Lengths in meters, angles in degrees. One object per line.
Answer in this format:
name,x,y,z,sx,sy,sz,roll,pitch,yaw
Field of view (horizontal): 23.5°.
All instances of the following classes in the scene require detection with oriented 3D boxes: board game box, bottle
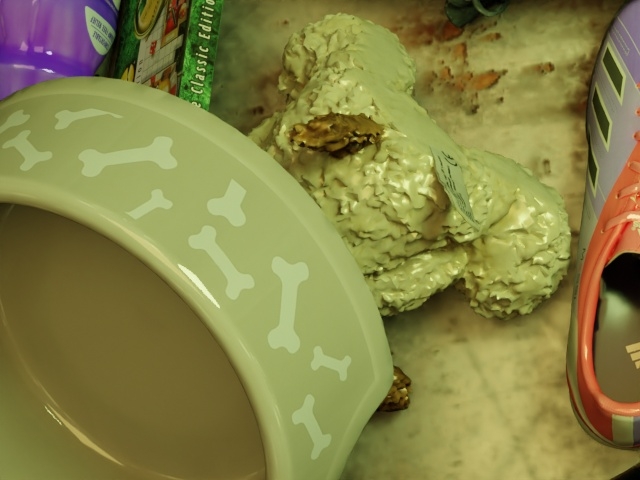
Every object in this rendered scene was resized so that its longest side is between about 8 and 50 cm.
board game box,-0.116,-0.085,1.078,0.030,0.136,0.260,14,72,-25
bottle,-0.195,-0.182,1.125,0.092,0.118,0.283,7,80,12

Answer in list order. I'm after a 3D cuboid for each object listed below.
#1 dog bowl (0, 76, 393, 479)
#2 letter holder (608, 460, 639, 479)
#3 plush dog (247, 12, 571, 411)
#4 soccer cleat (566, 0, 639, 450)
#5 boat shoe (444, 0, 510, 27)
dog bowl,-0.130,0.077,0.963,0.348,0.102,0.349,16,126,24
letter holder,0.251,0.265,0.887,0.152,0.214,0.302,-40,74,18
plush dog,0.000,0.000,1.033,0.262,0.210,0.225,46,117,17
soccer cleat,0.220,-0.022,1.013,0.108,0.116,0.318,7,81,12
boat shoe,0.092,-0.208,1.081,0.340,0.127,0.113,13,112,6
